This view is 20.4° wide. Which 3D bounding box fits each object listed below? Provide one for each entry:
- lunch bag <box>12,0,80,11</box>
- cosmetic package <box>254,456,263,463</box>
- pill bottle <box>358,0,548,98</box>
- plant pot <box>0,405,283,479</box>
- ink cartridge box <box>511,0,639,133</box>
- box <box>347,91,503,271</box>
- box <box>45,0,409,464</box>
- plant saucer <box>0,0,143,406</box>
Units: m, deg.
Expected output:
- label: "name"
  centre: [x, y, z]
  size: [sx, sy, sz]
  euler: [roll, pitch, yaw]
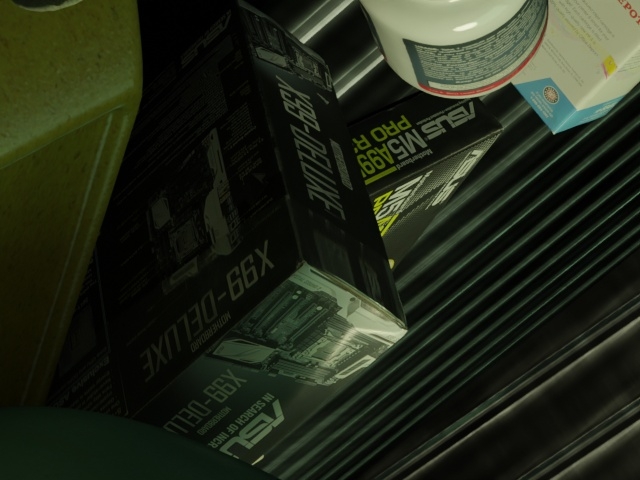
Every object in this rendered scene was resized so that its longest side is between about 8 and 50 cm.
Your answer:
- label: "lunch bag"
  centre: [-0.036, -0.194, 0.480]
  size: [0.235, 0.169, 0.287]
  euler: [-39, 174, -4]
- label: "cosmetic package"
  centre: [-0.208, 0.159, 1.171]
  size: [0.296, 0.129, 0.153]
  euler: [-32, -164, -17]
- label: "pill bottle"
  centre: [0.071, -0.152, 0.988]
  size: [0.108, 0.108, 0.180]
  euler: [-37, 167, 1]
- label: "plant pot"
  centre: [-0.099, 0.206, 0.746]
  size: [0.293, 0.235, 0.293]
  euler: [-50, 164, -21]
- label: "ink cartridge box"
  centre: [0.210, -0.164, 1.319]
  size: [0.090, 0.092, 0.143]
  euler: [-19, 158, -52]
- label: "box"
  centre: [0.000, 0.000, 1.409]
  size: [0.216, 0.060, 0.270]
  euler: [-26, 163, -36]
- label: "box"
  centre: [-0.107, 0.047, 0.955]
  size: [0.307, 0.242, 0.076]
  euler: [-42, 124, 19]
- label: "plant saucer"
  centre: [-0.196, 0.045, 0.724]
  size: [0.333, 0.081, 0.333]
  euler: [-38, 156, -52]
